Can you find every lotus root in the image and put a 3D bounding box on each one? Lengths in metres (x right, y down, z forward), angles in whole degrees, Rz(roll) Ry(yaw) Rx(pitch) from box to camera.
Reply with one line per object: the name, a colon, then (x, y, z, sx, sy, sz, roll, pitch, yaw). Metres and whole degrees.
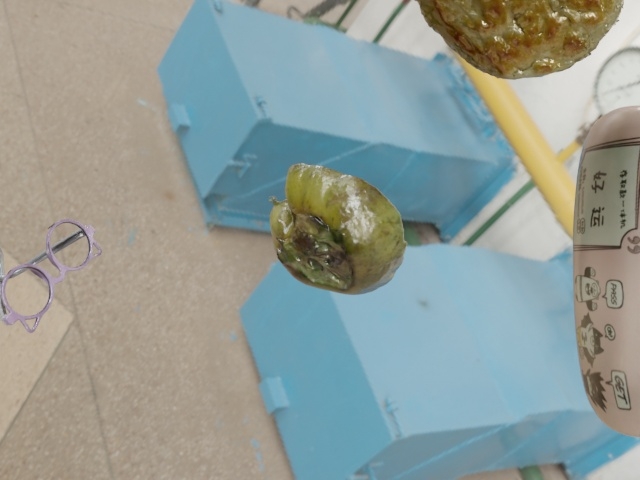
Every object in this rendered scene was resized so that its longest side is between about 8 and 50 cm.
lotus root: (0.004, 0.001, 1.012, 0.203, 0.183, 0.078, 13, 37, 32)

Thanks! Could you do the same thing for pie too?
pie: (0.149, -0.221, 0.606, 0.163, 0.193, 0.079, -5, 25, 3)

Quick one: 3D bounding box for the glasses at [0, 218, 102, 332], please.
glasses: (-0.306, 0.036, 0.824, 0.062, 0.104, 0.140, 55, 42, -27)

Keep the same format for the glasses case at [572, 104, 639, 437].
glasses case: (0.297, 0.030, 0.762, 0.075, 0.122, 0.314, 0, 90, -21)
